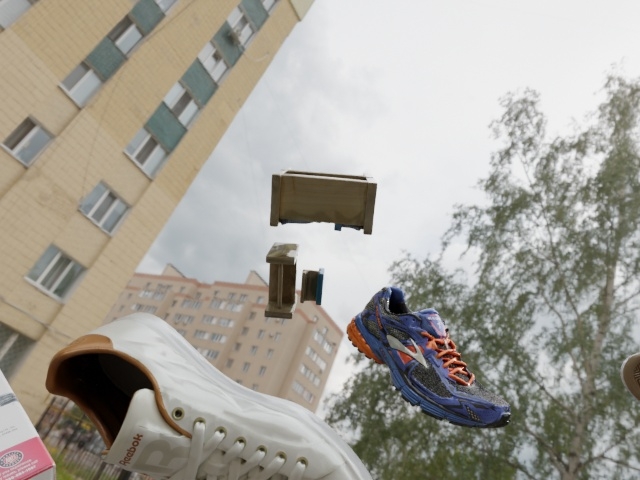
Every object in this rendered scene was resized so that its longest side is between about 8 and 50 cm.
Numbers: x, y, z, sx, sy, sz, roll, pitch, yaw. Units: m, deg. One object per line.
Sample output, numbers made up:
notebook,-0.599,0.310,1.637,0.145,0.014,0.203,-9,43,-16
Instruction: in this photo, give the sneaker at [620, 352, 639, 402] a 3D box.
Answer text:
sneaker,0.586,0.258,0.715,0.282,0.099,0.153,24,-6,15

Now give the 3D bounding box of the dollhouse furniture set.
dollhouse furniture set,0.000,0.000,0.641,0.129,0.129,0.184,5,-76,2

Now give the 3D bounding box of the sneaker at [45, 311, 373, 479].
sneaker,-0.091,0.168,0.368,0.290,0.106,0.123,29,9,11

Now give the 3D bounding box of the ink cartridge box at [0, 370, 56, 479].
ink cartridge box,-0.494,0.290,0.627,0.237,0.171,0.100,34,-59,31

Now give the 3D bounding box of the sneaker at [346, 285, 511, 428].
sneaker,0.112,0.120,0.511,0.083,0.087,0.221,17,12,-42
